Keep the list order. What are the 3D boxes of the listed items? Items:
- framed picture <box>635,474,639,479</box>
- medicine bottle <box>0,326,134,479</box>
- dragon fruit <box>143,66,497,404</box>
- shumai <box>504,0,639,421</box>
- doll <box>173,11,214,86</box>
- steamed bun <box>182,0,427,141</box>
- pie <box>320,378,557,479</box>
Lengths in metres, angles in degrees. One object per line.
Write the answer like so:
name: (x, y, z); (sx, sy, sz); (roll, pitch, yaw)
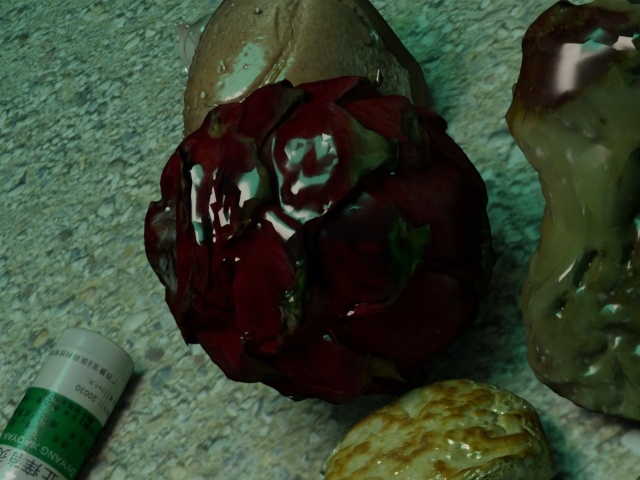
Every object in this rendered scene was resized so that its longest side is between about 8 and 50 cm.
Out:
framed picture: (0.274, 0.169, 1.131); (0.149, 0.011, 0.109); (-36, 4, -36)
medicine bottle: (-0.296, 0.221, 1.634); (0.095, 0.095, 0.260); (0, 55, 44)
dragon fruit: (0.000, -0.001, 1.388); (0.329, 0.329, 0.329); (-26, 39, 23)
shumai: (0.274, -0.039, 1.197); (0.346, 0.283, 0.217); (-30, 35, 13)
doll: (-0.038, -0.332, 1.969); (0.384, 0.099, 0.188); (-40, 34, -7)
steamed bun: (0.001, -0.152, 1.628); (0.199, 0.251, 0.301); (-5, 52, 27)
pie: (0.093, 0.194, 1.273); (0.205, 0.084, 0.179); (-27, 22, -4)
